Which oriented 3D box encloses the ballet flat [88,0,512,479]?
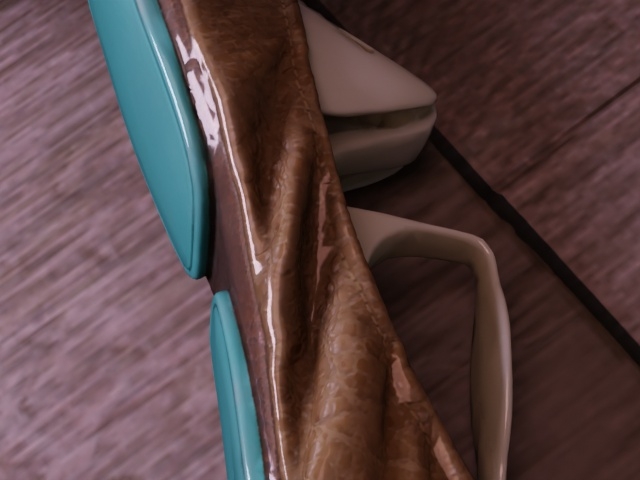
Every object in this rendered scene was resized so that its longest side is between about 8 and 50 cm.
[{"bbox_3d":[0.000,0.000,0.439,0.124,0.116,0.342,-11,63,-16],"label":"ballet flat"}]
